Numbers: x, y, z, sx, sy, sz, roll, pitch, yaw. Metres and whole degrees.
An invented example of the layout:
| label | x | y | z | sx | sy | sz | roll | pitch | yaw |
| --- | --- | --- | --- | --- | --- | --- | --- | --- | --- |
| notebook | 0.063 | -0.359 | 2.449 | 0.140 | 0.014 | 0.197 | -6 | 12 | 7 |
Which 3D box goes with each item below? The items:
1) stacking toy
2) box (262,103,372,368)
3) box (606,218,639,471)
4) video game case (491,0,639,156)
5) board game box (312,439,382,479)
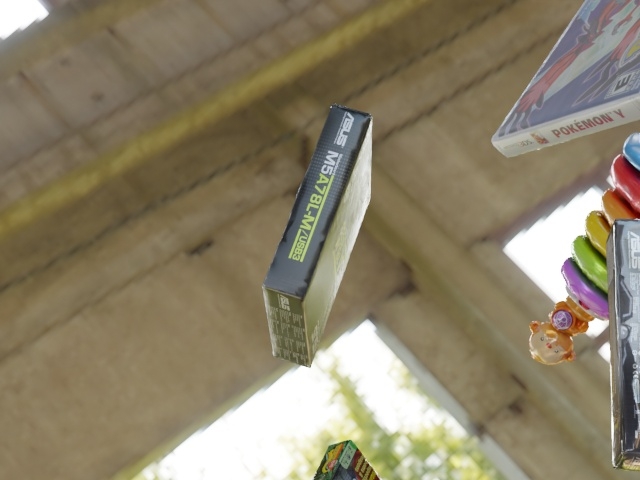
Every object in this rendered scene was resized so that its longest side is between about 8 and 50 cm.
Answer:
| label | x | y | z | sx | sy | sz | roll | pitch | yaw |
| --- | --- | --- | --- | --- | --- | --- | --- | --- | --- |
| stacking toy | 0.346 | 0.032 | 1.870 | 0.302 | 0.175 | 0.166 | -51 | -5 | 19 |
| box | 0.000 | 0.000 | 1.430 | 0.190 | 0.045 | 0.184 | 88 | -161 | -66 |
| box | 0.356 | 0.095 | 1.444 | 0.183 | 0.231 | 0.056 | 2 | -23 | 0 |
| video game case | 0.214 | -0.149 | 1.059 | 0.201 | 0.023 | 0.183 | -55 | 16 | -19 |
| board game box | 0.010 | 0.281 | 1.188 | 0.030 | 0.136 | 0.259 | -21 | 23 | 33 |
